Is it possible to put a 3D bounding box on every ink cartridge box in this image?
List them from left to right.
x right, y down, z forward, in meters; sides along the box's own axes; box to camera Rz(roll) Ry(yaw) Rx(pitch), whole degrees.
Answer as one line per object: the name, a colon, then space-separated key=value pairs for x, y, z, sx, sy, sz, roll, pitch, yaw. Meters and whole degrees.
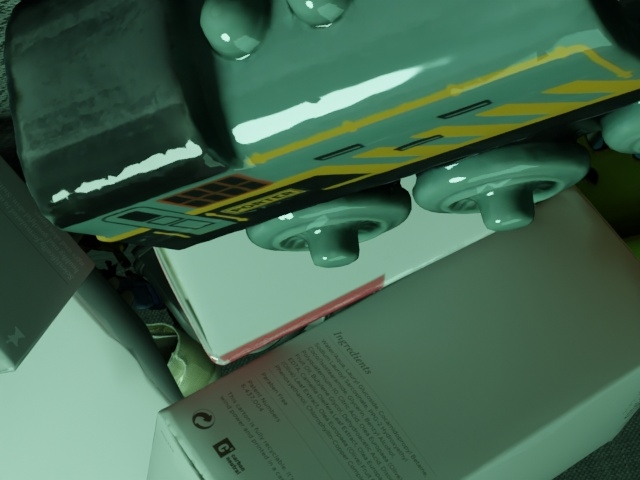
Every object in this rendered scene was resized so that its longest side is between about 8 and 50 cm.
ink cartridge box: x=0.018 y=-0.029 z=1.018 sx=0.226 sy=0.131 sz=0.306 roll=-28 pitch=-179 yaw=4

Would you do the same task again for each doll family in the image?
doll family: x=-0.207 y=0.025 z=1.424 sx=0.076 sy=0.193 sz=0.111 roll=-41 pitch=158 yaw=14

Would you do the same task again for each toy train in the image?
toy train: x=0.037 y=-0.077 z=0.572 sx=0.333 sy=0.142 sz=0.190 roll=-16 pitch=168 yaw=30

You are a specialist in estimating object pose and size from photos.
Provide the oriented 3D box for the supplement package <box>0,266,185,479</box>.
supplement package: x=-0.233 y=0.102 z=1.131 sx=0.175 sy=0.177 sz=0.293 roll=-40 pitch=-161 yaw=-4

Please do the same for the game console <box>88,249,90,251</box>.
game console: x=-0.343 y=0.089 z=1.471 sx=0.213 sy=0.044 sz=0.361 roll=-40 pitch=-174 yaw=23

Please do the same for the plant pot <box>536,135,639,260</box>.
plant pot: x=0.232 y=-0.064 z=1.233 sx=0.228 sy=0.207 sz=0.227 roll=-14 pitch=179 yaw=35

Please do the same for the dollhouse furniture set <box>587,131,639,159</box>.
dollhouse furniture set: x=0.286 y=-0.143 z=1.522 sx=0.286 sy=0.198 sz=0.303 roll=-41 pitch=165 yaw=-41

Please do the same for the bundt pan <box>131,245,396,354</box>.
bundt pan: x=0.000 y=0.000 z=1.334 sx=0.330 sy=0.124 sz=0.331 roll=-28 pitch=169 yaw=-6

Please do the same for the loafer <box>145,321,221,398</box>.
loafer: x=-0.231 y=0.126 z=1.369 sx=0.268 sy=0.102 sz=0.092 roll=-15 pitch=143 yaw=-1

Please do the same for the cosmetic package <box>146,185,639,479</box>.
cosmetic package: x=0.065 y=0.131 z=1.034 sx=0.365 sy=0.155 sz=0.197 roll=-27 pitch=156 yaw=-24

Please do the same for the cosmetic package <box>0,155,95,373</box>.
cosmetic package: x=-0.270 y=0.025 z=0.921 sx=0.238 sy=0.127 sz=0.107 roll=-16 pitch=-149 yaw=41
